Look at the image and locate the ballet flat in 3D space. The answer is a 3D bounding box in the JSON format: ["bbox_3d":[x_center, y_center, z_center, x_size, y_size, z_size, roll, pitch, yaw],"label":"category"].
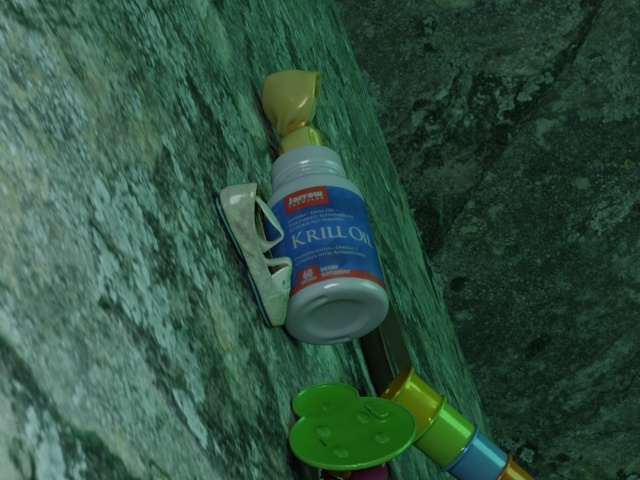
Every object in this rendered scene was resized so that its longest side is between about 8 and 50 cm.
[{"bbox_3d":[-0.057,0.017,1.310,0.057,0.052,0.168,-87,157,-67],"label":"ballet flat"}]

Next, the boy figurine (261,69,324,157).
[{"bbox_3d":[-0.006,-0.099,1.741,0.177,0.092,0.285,-19,93,-78],"label":"boy figurine"}]

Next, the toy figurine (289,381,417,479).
[{"bbox_3d":[0.034,0.254,1.302,0.173,0.130,0.159,-141,-141,-59],"label":"toy figurine"}]

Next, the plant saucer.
[{"bbox_3d":[0.114,0.196,2.007,0.278,0.041,0.278,-18,90,-82],"label":"plant saucer"}]

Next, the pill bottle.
[{"bbox_3d":[0.000,0.000,1.462,0.124,0.124,0.221,59,14,-53],"label":"pill bottle"}]

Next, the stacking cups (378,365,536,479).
[{"bbox_3d":[0.221,0.307,1.771,0.316,0.096,0.096,38,13,-4],"label":"stacking cups"}]
